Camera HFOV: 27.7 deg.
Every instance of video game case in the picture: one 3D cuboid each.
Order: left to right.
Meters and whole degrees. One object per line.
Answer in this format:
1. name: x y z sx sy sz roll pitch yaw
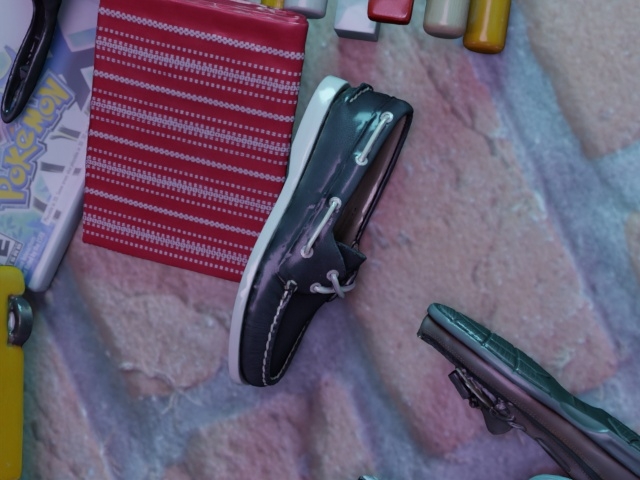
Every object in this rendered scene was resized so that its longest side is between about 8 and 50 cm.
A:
1. video game case: -0.339 -0.158 1.301 0.300 0.036 0.329 25 93 11

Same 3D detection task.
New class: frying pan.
1. frying pan: -0.256 -0.293 1.241 0.326 0.053 0.197 -44 64 17

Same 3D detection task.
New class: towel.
1. towel: -0.122 -0.101 1.215 0.199 0.031 0.275 14 115 10

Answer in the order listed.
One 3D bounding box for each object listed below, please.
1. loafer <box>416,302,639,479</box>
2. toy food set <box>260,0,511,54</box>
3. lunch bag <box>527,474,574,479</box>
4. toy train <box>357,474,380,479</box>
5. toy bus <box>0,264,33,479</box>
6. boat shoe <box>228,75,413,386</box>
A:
1. loafer: 0.189 0.161 1.167 0.267 0.096 0.084 35 101 8
2. toy food set: 0.060 -0.244 1.192 0.232 0.111 0.104 9 88 9
3. lunch bag: 0.214 0.361 1.107 0.224 0.108 0.279 24 107 26
4. toy train: 0.023 0.308 1.191 0.105 0.080 0.184 32 86 -22
5. toy bus: -0.356 0.189 1.241 0.130 0.108 0.332 -1 88 46
6. boat shoe: 0.000 0.000 1.195 0.091 0.114 0.302 18 92 16
